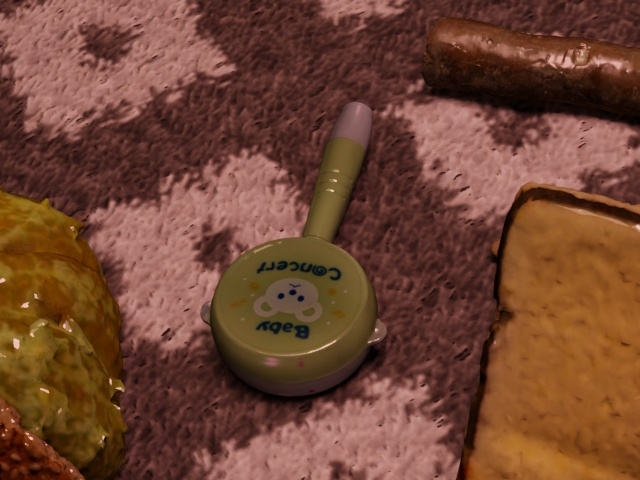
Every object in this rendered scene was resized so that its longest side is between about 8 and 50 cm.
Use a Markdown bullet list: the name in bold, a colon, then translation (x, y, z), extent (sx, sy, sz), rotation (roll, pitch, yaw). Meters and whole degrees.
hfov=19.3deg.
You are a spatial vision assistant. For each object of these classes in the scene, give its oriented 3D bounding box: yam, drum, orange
- **yam**: translation (0.204, -0.127, 1.422), extent (0.253, 0.061, 0.061), rotation (9, 51, 17)
- **drum**: translation (-0.021, 0.002, 1.348), extent (0.130, 0.049, 0.253), rotation (-5, 49, 3)
- **orange**: translation (-0.252, 0.101, 1.184), extent (0.300, 0.223, 0.301), rotation (-41, 56, -8)

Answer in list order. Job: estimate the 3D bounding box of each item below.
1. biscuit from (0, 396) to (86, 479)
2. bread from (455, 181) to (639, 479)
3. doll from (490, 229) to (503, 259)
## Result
- **biscuit**: translation (-0.232, 0.193, 1.052), extent (0.231, 0.131, 0.025), rotation (-45, 15, 5)
- **bread**: translation (0.215, 0.102, 1.101), extent (0.263, 0.236, 0.198), rotation (15, 52, 22)
- **doll**: translation (0.170, 0.011, 1.330), extent (0.093, 0.051, 0.061), rotation (-6, 42, 43)
